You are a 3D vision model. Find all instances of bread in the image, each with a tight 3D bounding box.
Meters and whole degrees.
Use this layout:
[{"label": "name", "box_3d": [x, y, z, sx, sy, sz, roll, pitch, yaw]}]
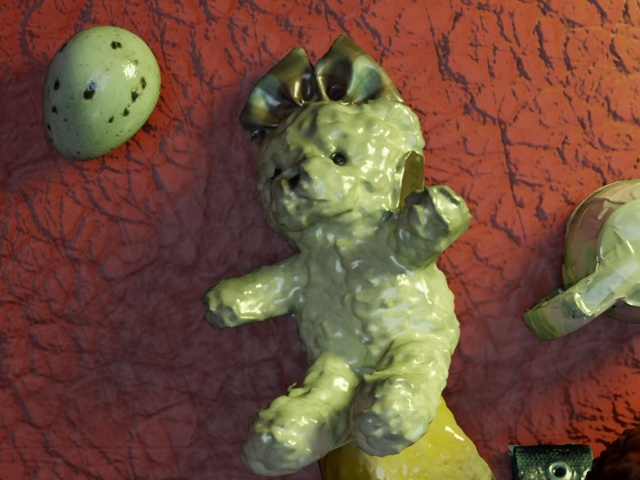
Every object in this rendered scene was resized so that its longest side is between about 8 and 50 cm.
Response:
[{"label": "bread", "box_3d": [0.087, 0.254, 1.626, 0.171, 0.197, 0.197, -27, 88, -8]}]

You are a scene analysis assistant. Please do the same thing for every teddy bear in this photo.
[{"label": "teddy bear", "box_3d": [0.000, 0.000, 1.571, 0.327, 0.375, 0.362, -16, 105, 28]}]

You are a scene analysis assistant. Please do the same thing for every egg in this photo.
[{"label": "egg", "box_3d": [-0.253, -0.166, 1.679, 0.131, 0.131, 0.164, 32, 115, 3]}]

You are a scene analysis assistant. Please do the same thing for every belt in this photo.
[{"label": "belt", "box_3d": [0.275, 0.336, 1.639, 0.129, 0.122, 0.218, 1, 89, 1]}]

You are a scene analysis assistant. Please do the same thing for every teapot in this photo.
[{"label": "teapot", "box_3d": [0.325, 0.016, 1.610, 0.222, 0.178, 0.163, -11, 88, 5]}]

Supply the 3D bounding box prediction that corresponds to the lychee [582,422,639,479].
[{"label": "lychee", "box_3d": [0.376, 0.317, 1.453, 0.330, 0.306, 0.306, 14, 91, -4]}]
